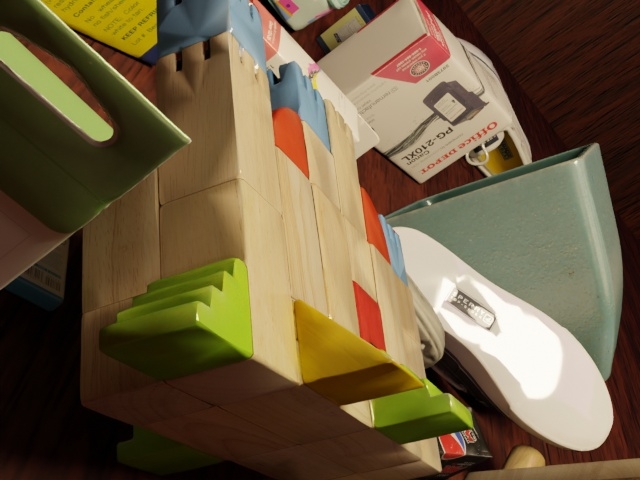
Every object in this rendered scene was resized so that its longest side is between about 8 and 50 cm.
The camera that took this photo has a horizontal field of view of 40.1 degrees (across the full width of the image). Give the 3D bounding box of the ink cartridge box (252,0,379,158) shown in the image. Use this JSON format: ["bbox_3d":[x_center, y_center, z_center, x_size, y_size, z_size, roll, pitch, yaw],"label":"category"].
[{"bbox_3d":[-0.041,-0.119,0.857,0.198,0.115,0.067,43,26,-26],"label":"ink cartridge box"}]

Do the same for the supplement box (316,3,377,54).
[{"bbox_3d":[0.055,-0.293,1.307,0.083,0.083,0.056,55,23,-2],"label":"supplement box"}]

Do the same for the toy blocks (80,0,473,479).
[{"bbox_3d":[-0.027,0.008,0.578,0.381,0.190,0.261,45,33,-55],"label":"toy blocks"}]

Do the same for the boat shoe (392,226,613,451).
[{"bbox_3d":[0.160,0.109,0.907,0.301,0.102,0.108,37,66,4],"label":"boat shoe"}]

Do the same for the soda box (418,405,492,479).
[{"bbox_3d":[0.089,0.179,0.790,0.169,0.060,0.053,22,41,-53],"label":"soda box"}]

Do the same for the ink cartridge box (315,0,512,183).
[{"bbox_3d":[0.134,-0.205,1.234,0.237,0.172,0.100,31,34,-44],"label":"ink cartridge box"}]

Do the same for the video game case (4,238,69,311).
[{"bbox_3d":[-0.210,-0.045,0.563,0.119,0.015,0.166,36,31,-37],"label":"video game case"}]

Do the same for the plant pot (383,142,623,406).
[{"bbox_3d":[0.234,0.049,1.037,0.248,0.247,0.252,-24,96,-66],"label":"plant pot"}]

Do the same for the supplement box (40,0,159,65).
[{"bbox_3d":[-0.213,-0.320,0.686,0.356,0.194,0.195,17,45,-56],"label":"supplement box"}]

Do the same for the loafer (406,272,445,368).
[{"bbox_3d":[0.000,0.000,0.788,0.319,0.112,0.111,45,34,-23],"label":"loafer"}]

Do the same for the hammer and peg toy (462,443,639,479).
[{"bbox_3d":[0.315,0.337,0.805,0.361,0.266,0.127,50,51,-14],"label":"hammer and peg toy"}]

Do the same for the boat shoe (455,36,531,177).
[{"bbox_3d":[0.294,-0.205,1.617,0.367,0.135,0.156,50,25,-38],"label":"boat shoe"}]

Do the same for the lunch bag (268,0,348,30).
[{"bbox_3d":[-0.046,-0.438,1.253,0.224,0.108,0.279,49,24,-32],"label":"lunch bag"}]

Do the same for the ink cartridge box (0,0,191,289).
[{"bbox_3d":[-0.163,-0.039,0.399,0.109,0.209,0.062,45,29,-25],"label":"ink cartridge box"}]
